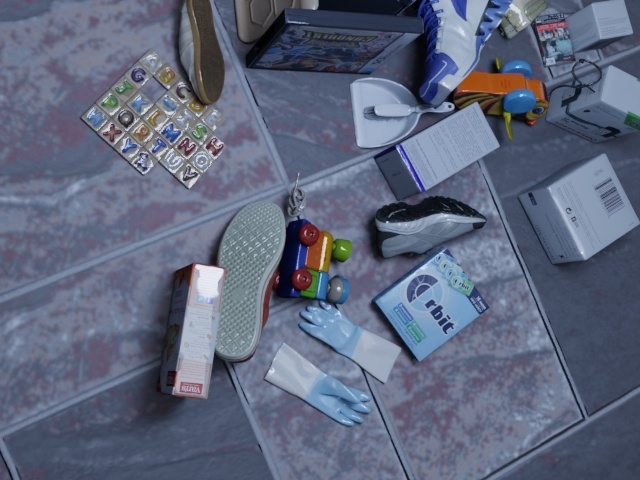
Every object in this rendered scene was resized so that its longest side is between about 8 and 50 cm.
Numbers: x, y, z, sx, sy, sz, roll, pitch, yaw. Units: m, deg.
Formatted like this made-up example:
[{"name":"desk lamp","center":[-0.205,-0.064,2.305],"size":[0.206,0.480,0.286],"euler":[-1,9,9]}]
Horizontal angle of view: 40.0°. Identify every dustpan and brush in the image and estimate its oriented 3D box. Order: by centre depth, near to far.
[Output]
[{"name":"dustpan and brush","center":[0.176,-0.272,1.840],"size":[0.211,0.060,0.147],"euler":[-5,85,-21]}]

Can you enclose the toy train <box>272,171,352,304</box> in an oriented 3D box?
[{"name":"toy train","center":[0.000,0.000,1.722],"size":[0.143,0.105,0.248],"euler":[15,78,-29]}]

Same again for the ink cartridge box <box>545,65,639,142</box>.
[{"name":"ink cartridge box","center":[0.622,-0.295,1.936],"size":[0.153,0.208,0.086],"euler":[20,79,-17]}]

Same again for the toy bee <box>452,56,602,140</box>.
[{"name":"toy bee","center":[0.431,-0.298,1.905],"size":[0.298,0.162,0.195],"euler":[17,66,12]}]

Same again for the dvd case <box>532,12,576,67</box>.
[{"name":"dvd case","center":[0.539,-0.464,2.031],"size":[0.087,0.013,0.119],"euler":[-14,87,-22]}]

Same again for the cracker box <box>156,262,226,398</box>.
[{"name":"cracker box","center":[-0.233,0.163,1.576],"size":[0.067,0.156,0.232],"euler":[10,79,-19]}]

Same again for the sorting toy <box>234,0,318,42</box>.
[{"name":"sorting toy","center":[-0.088,-0.503,1.706],"size":[0.038,0.208,0.193],"euler":[-1,83,-47]}]

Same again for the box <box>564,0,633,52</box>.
[{"name":"box","center":[0.640,-0.495,2.026],"size":[0.102,0.101,0.087],"euler":[-15,88,-24]}]

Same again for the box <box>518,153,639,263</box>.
[{"name":"box","center":[0.568,-0.068,1.933],"size":[0.182,0.119,0.181],"euler":[-30,94,-21]}]

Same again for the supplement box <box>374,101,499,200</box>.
[{"name":"supplement box","center":[0.243,-0.186,1.828],"size":[0.220,0.111,0.114],"euler":[-31,95,-21]}]

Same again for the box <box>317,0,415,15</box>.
[{"name":"box","center":[0.158,-0.622,1.755],"size":[0.212,0.293,0.395],"euler":[41,71,-11]}]

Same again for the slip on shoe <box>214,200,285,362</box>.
[{"name":"slip on shoe","center":[-0.138,0.077,1.661],"size":[0.123,0.101,0.331],"euler":[7,66,4]}]

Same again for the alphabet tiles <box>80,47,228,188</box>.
[{"name":"alphabet tiles","center":[-0.301,-0.220,1.679],"size":[0.237,0.009,0.198],"euler":[43,70,-10]}]

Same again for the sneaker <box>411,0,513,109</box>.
[{"name":"sneaker","center":[0.251,-0.431,1.801],"size":[0.182,0.127,0.315],"euler":[33,66,-3]}]

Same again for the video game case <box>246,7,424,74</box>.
[{"name":"video game case","center":[0.022,-0.378,1.694],"size":[0.275,0.248,0.035],"euler":[-2,83,-21]}]

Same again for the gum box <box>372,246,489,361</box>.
[{"name":"gum box","center":[0.225,0.129,1.793],"size":[0.184,0.041,0.157],"euler":[-37,97,-4]}]

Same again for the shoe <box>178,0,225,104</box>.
[{"name":"shoe","center":[-0.235,-0.370,1.704],"size":[0.077,0.058,0.219],"euler":[-6,89,-53]}]

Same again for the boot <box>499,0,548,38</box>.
[{"name":"boot","center":[0.363,-0.527,1.931],"size":[0.262,0.095,0.203],"euler":[-35,102,-17]}]

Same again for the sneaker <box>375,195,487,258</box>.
[{"name":"sneaker","center":[0.224,-0.025,1.821],"size":[0.272,0.100,0.108],"euler":[-8,119,-28]}]

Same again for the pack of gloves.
[{"name":"pack of gloves","center":[0.035,0.242,1.729],"size":[0.232,0.046,0.195],"euler":[32,74,-14]}]
